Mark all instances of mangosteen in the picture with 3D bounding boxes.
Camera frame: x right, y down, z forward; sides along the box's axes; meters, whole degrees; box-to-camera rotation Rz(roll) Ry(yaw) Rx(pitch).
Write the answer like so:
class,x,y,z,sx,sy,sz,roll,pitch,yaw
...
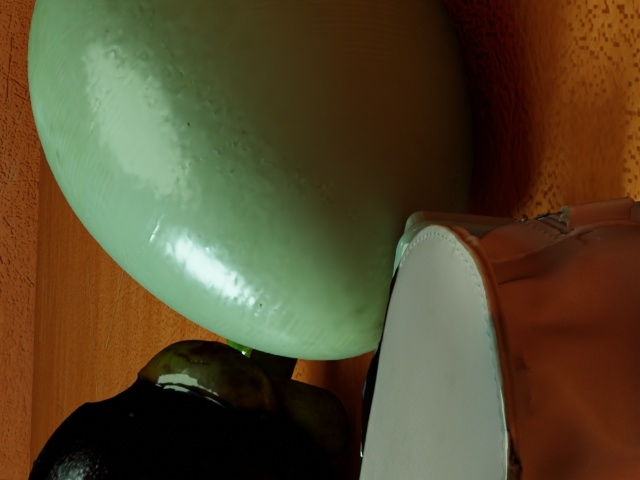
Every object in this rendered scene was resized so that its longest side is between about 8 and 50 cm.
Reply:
class,x,y,z,sx,sy,sz,roll,pitch,yaw
mangosteen,-0.067,0.152,1.063,0.250,0.211,0.211,-61,5,-22

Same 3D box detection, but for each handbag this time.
class,x,y,z,sx,sy,sz,roll,pitch,yaw
handbag,0.087,0.082,0.605,0.179,0.116,0.205,-115,29,-59

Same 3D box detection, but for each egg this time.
class,x,y,z,sx,sy,sz,roll,pitch,yaw
egg,-0.029,-0.065,0.861,0.295,0.218,0.218,60,149,34

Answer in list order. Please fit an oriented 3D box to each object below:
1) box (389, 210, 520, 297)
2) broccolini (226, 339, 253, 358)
class,x,y,z,sx,sy,sz,roll,pitch,yaw
box,0.069,0.045,0.739,0.062,0.089,0.122,-103,19,-71
broccolini,-0.062,0.023,1.264,0.067,0.058,0.216,-111,26,-47
